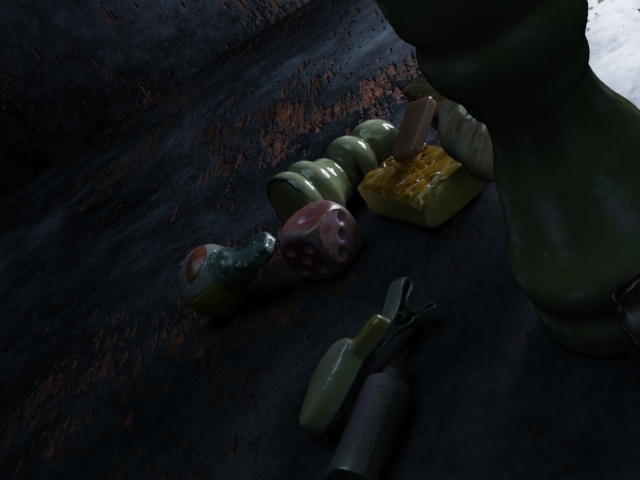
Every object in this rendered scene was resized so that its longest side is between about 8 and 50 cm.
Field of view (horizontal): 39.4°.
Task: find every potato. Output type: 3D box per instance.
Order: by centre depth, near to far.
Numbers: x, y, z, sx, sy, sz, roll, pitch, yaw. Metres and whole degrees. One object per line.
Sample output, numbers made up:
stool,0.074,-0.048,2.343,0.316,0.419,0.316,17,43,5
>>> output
potato,0.237,-0.222,1.436,0.138,0.098,0.243,-42,30,7

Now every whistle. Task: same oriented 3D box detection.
whistle,-0.151,0.045,1.404,0.223,0.123,0.123,-34,19,42

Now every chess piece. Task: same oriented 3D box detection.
chess piece,0.220,-0.120,0.866,0.234,0.442,0.234,-30,24,15
chess piece,0.038,-0.118,1.499,0.243,0.133,0.133,-41,24,-25

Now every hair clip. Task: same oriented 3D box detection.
hair clip,0.051,0.134,1.045,0.218,0.071,0.159,-50,-3,-22

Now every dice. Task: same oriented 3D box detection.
dice,0.000,0.000,1.358,0.094,0.091,0.093,-8,35,44

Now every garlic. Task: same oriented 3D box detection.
garlic,0.267,-0.196,1.191,0.199,0.226,0.199,8,35,-6

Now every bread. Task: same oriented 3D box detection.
bread,0.153,-0.086,1.347,0.125,0.068,0.188,-41,25,-13

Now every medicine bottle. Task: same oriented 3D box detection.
medicine bottle,0.063,0.187,0.971,0.057,0.057,0.199,-16,31,36

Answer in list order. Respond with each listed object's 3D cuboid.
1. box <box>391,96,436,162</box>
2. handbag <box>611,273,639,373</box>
box,0.144,-0.170,1.370,0.048,0.025,0.115,-14,44,41
handbag,0.370,0.081,0.731,0.203,0.074,0.216,-30,33,6
